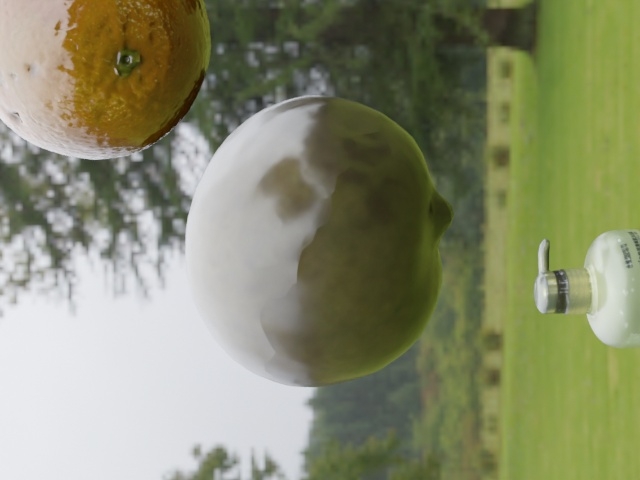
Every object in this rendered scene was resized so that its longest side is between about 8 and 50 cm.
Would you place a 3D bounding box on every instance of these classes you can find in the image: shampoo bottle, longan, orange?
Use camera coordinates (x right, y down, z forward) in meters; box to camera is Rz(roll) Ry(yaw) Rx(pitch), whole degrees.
[{"bbox_3d":[0.221,0.031,0.933,0.079,0.162,0.079,176,90,-85],"label":"shampoo bottle"},{"bbox_3d":[-0.004,-0.002,1.455,0.297,0.297,0.297,-1,-90,-88],"label":"longan"},{"bbox_3d":[-0.178,-0.157,1.104,0.206,0.206,0.206,-1,-90,-88],"label":"orange"}]
